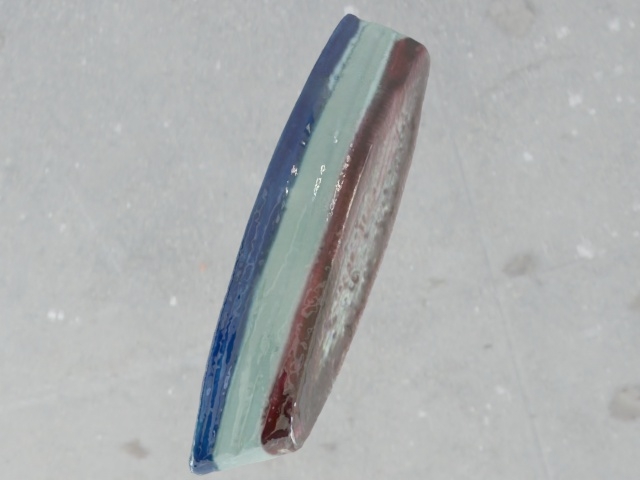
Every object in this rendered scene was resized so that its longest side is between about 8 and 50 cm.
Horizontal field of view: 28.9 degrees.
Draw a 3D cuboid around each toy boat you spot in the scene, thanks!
[{"bbox_3d":[0.000,0.000,0.546,0.045,0.229,0.080,2,146,29],"label":"toy boat"}]
